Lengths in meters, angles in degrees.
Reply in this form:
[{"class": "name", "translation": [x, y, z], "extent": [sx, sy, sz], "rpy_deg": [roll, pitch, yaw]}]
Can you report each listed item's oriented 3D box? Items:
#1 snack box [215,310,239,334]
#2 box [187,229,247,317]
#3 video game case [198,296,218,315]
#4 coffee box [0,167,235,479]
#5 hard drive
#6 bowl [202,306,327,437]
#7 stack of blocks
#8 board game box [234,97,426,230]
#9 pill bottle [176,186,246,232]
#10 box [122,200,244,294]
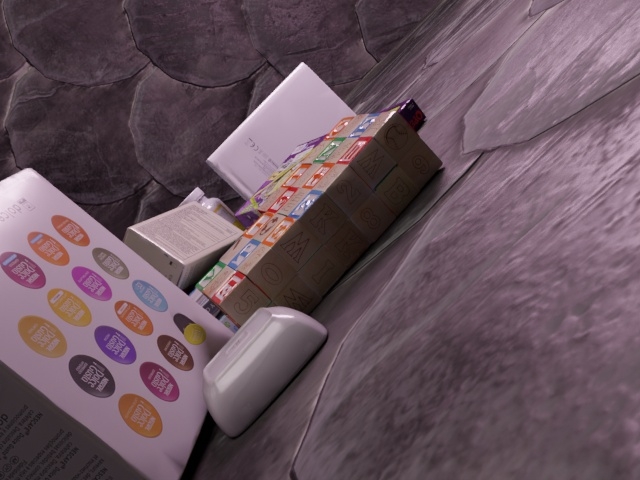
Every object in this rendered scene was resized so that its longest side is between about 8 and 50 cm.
[{"class": "snack box", "translation": [-0.107, 0.091, 1.194], "extent": [0.100, 0.037, 0.141], "rpy_deg": [-42, 8, 28]}, {"class": "box", "translation": [-0.161, 0.051, 1.568], "extent": [0.322, 0.058, 0.232], "rpy_deg": [-48, 9, -26]}, {"class": "video game case", "translation": [-0.169, 0.099, 1.237], "extent": [0.274, 0.026, 0.196], "rpy_deg": [-42, 4, 1]}, {"class": "coffee box", "translation": [-0.342, 0.182, 0.898], "extent": [0.338, 0.334, 0.337], "rpy_deg": [-46, 9, 17]}, {"class": "hard drive", "translation": [-0.072, -0.216, 1.861], "extent": [0.318, 0.210, 0.040], "rpy_deg": [-48, 8, -16]}, {"class": "bowl", "translation": [-0.065, 0.120, 0.828], "extent": [0.142, 0.053, 0.142], "rpy_deg": [-48, 10, -8]}, {"class": "stack of blocks", "translation": [-0.011, -0.018, 0.998], "extent": [0.297, 0.087, 0.171], "rpy_deg": [-48, 18, -10]}, {"class": "board game box", "translation": [0.007, -0.121, 1.414], "extent": [0.208, 0.056, 0.347], "rpy_deg": [-46, 18, -29]}, {"class": "pill bottle", "translation": [-0.234, -0.030, 1.861], "extent": [0.103, 0.184, 0.103], "rpy_deg": [-44, 8, 8]}, {"class": "box", "translation": [-0.286, 0.029, 1.700], "extent": [0.232, 0.149, 0.126], "rpy_deg": [-31, -31, -59]}]
